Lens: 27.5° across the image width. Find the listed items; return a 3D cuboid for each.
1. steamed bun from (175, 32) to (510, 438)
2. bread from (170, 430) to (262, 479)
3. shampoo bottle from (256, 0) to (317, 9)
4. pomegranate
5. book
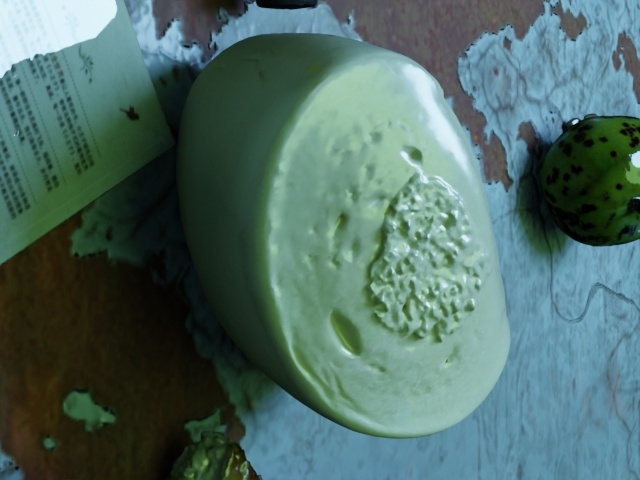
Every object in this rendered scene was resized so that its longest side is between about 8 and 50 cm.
[{"bbox_3d":[0.000,0.000,0.805,0.154,0.200,0.250,-25,113,-20],"label":"steamed bun"},{"bbox_3d":[-0.056,0.209,0.857,0.136,0.054,0.154,24,81,-48],"label":"bread"},{"bbox_3d":[-0.024,-0.273,0.837,0.080,0.079,0.246,-8,99,-48],"label":"shampoo bottle"},{"bbox_3d":[0.252,-0.064,1.169,0.161,0.122,0.122,-97,161,-55],"label":"pomegranate"},{"bbox_3d":[-0.202,-0.074,0.683,0.289,0.026,0.201,-39,122,-41],"label":"book"}]
